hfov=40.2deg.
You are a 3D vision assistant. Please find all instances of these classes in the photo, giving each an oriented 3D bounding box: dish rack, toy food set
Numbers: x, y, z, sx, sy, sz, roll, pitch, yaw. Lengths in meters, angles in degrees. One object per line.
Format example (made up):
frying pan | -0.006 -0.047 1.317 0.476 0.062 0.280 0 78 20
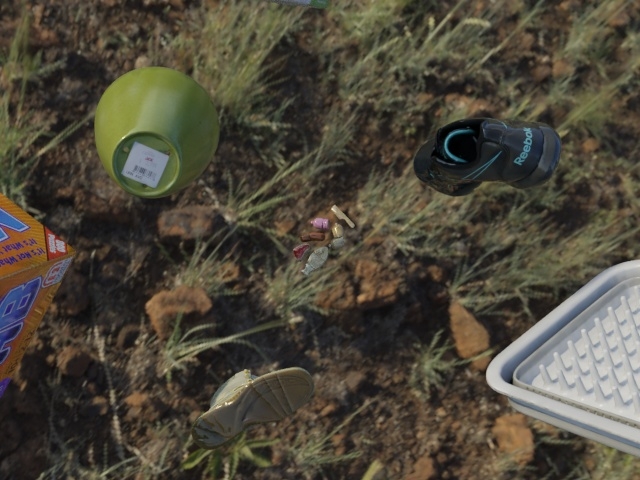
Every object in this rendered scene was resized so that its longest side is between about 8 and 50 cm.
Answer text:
dish rack | 0.369 0.129 0.898 0.285 0.333 0.072 -33 113 -25
toy food set | 0.000 0.000 1.518 0.122 0.019 0.078 -43 67 -2

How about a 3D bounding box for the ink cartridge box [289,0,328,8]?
ink cartridge box | -0.038 -0.432 1.173 0.093 0.219 0.160 12 13 17

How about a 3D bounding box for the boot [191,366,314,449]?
boot | -0.103 0.252 1.439 0.077 0.213 0.165 60 8 -5

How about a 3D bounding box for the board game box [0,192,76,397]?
board game box | -0.687 0.090 1.369 0.356 0.356 0.356 36 20 9

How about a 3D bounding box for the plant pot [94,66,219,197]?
plant pot | -0.346 -0.197 1.810 0.275 0.274 0.293 26 16 -16

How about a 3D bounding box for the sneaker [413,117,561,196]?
sneaker | 0.178 -0.115 1.078 0.106 0.267 0.101 12 84 -23
